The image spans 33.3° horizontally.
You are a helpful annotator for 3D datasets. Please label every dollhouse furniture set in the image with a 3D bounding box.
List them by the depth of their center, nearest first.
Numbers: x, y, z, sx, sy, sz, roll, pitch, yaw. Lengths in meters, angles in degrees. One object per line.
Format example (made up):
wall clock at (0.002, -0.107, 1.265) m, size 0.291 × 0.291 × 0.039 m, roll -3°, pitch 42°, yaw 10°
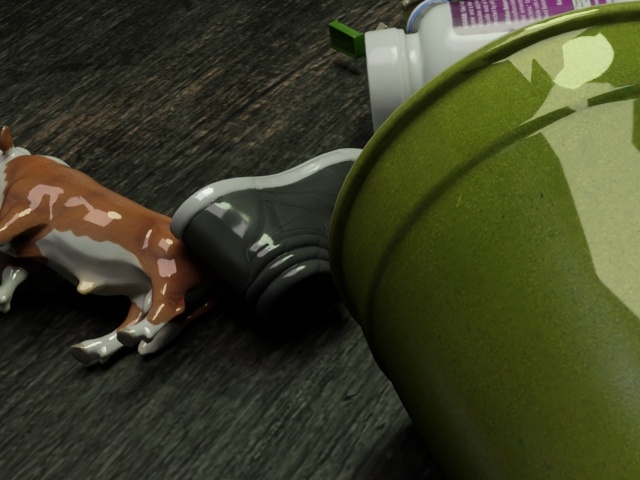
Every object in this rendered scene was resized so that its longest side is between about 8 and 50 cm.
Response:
dollhouse furniture set at (0.090, -0.290, 1.449) m, size 0.152 × 0.076 × 0.058 m, roll -28°, pitch 40°, yaw -23°

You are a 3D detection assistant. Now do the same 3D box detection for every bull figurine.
bull figurine at (-0.243, 0.004, 1.047) m, size 0.310 × 0.101 × 0.188 m, roll 21°, pitch 47°, yaw 11°

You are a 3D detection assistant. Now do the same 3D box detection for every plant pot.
plant pot at (0.219, 0.099, 0.689) m, size 0.367 × 0.366 × 0.353 m, roll -12°, pitch 47°, yaw -4°

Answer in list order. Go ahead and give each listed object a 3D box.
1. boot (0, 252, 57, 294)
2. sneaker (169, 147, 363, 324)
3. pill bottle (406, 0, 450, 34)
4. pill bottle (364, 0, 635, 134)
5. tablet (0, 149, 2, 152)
boot at (-0.339, -0.002, 1.164) m, size 0.106 × 0.082 × 0.219 m, roll 3°, pitch 34°, yaw -14°
sneaker at (0.000, 0.000, 1.063) m, size 0.296 × 0.104 × 0.147 m, roll -18°, pitch 64°, yaw -48°
pill bottle at (0.174, -0.255, 1.379) m, size 0.078 × 0.078 × 0.137 m, roll -20°, pitch 37°, yaw -15°
pill bottle at (0.204, -0.188, 1.202) m, size 0.302 × 0.169 × 0.169 m, roll -5°, pitch 36°, yaw 5°
tablet at (-0.438, -0.102, 1.363) m, size 0.083 × 0.006 × 0.054 m, roll 6°, pitch 39°, yaw 21°
